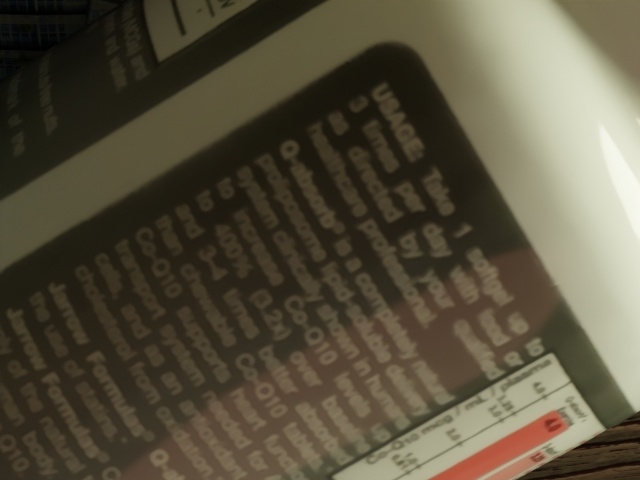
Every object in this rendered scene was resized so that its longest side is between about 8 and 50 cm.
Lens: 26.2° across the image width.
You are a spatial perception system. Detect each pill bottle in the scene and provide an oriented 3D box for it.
[{"bbox_3d":[0.000,0.000,0.477,0.363,0.210,0.210,-30,144,9],"label":"pill bottle"}]

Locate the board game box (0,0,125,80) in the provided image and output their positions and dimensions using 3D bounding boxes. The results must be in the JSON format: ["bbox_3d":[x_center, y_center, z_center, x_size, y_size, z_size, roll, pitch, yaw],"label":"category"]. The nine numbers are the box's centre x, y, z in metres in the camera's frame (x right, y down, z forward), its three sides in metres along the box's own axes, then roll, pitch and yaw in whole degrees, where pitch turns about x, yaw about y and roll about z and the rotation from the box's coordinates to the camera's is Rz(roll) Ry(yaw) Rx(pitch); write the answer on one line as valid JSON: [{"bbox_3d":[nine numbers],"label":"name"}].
[{"bbox_3d":[-0.055,-0.078,0.578,0.194,0.060,0.194,-6,124,-11],"label":"board game box"}]
